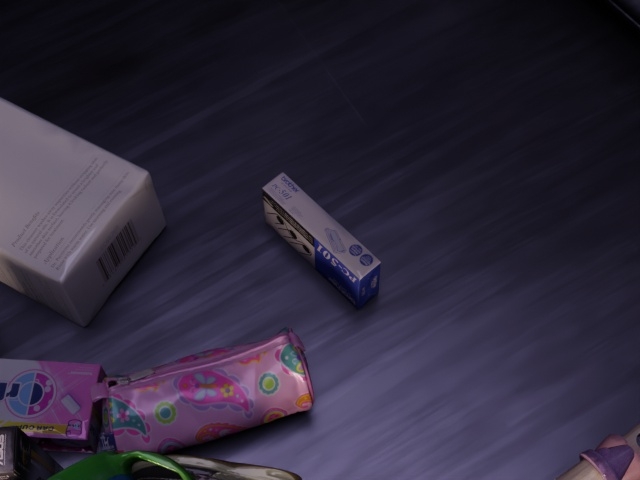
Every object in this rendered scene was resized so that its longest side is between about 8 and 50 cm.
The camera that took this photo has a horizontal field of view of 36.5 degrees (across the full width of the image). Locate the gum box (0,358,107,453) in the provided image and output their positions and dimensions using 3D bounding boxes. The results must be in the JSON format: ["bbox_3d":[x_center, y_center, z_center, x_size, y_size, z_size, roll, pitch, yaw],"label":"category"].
[{"bbox_3d":[-0.392,0.222,1.313,0.188,0.062,0.107,3,60,2],"label":"gum box"}]

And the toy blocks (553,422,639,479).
[{"bbox_3d":[0.435,0.321,1.104,0.260,0.309,0.288,-32,65,-9],"label":"toy blocks"}]

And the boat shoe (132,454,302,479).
[{"bbox_3d":[-0.136,0.325,1.242,0.223,0.080,0.073,5,56,-1],"label":"boat shoe"}]

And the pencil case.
[{"bbox_3d":[-0.153,0.203,1.287,0.284,0.124,0.124,-14,61,-8],"label":"pencil case"}]

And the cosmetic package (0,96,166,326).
[{"bbox_3d":[-0.453,-0.066,1.426,0.385,0.156,0.217,27,64,16],"label":"cosmetic package"}]

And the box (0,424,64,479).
[{"bbox_3d":[-0.428,0.288,1.181,0.183,0.231,0.056,-5,64,-1],"label":"box"}]

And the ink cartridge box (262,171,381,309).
[{"bbox_3d":[0.000,0.000,1.413,0.046,0.097,0.207,-39,67,-19],"label":"ink cartridge box"}]

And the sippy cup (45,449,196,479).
[{"bbox_3d":[-0.272,0.404,1.130,0.224,0.305,0.240,50,27,13],"label":"sippy cup"}]
